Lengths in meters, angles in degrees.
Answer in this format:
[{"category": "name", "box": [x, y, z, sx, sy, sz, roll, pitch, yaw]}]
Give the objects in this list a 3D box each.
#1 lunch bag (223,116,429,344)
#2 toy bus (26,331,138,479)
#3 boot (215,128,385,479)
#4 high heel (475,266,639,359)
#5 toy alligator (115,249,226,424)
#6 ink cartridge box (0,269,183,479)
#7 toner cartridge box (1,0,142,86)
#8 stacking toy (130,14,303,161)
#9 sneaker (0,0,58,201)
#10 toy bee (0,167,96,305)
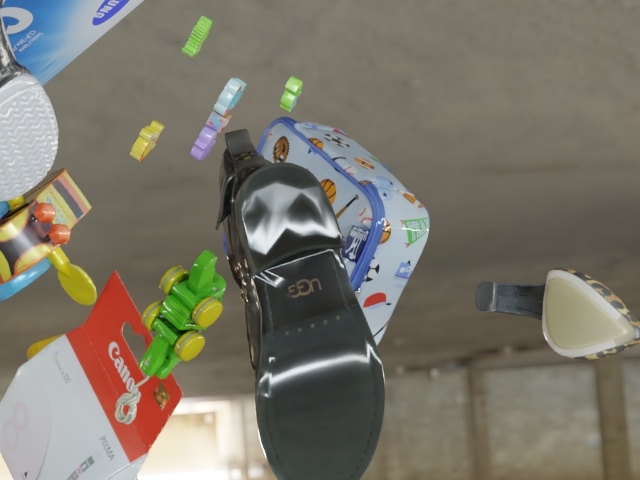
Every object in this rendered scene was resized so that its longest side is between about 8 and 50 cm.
[{"category": "lunch bag", "box": [0.000, 0.000, 2.359, 0.115, 0.243, 0.303, 11, -156, -38]}, {"category": "toy bus", "box": [-0.311, 0.218, 2.363, 0.104, 0.191, 0.202, -16, -162, -8]}, {"category": "boot", "box": [-0.025, 0.047, 1.377, 0.091, 0.263, 0.229, -8, -176, -9]}, {"category": "high heel", "box": [0.317, 0.081, 2.045, 0.186, 0.093, 0.261, 6, -175, -32]}, {"category": "toy alligator", "box": [-0.128, 0.085, 1.660, 0.056, 0.190, 0.051, 41, -154, 26]}, {"category": "ink cartridge box", "box": [-0.241, 0.174, 1.866, 0.066, 0.189, 0.232, 1, 130, -36]}, {"category": "toner cartridge box", "box": [-0.324, -0.239, 1.963, 0.348, 0.075, 0.165, -35, 154, 32]}, {"category": "stacking toy", "box": [-0.138, -0.163, 2.465, 0.167, 0.221, 0.052, 32, -155, 7]}, {"category": "sneaker", "box": [-0.370, -0.223, 1.741, 0.137, 0.366, 0.210, -30, -141, -24]}, {"category": "toy bee", "box": [-0.300, 0.004, 1.917, 0.162, 0.298, 0.195, -27, 124, 31]}]
